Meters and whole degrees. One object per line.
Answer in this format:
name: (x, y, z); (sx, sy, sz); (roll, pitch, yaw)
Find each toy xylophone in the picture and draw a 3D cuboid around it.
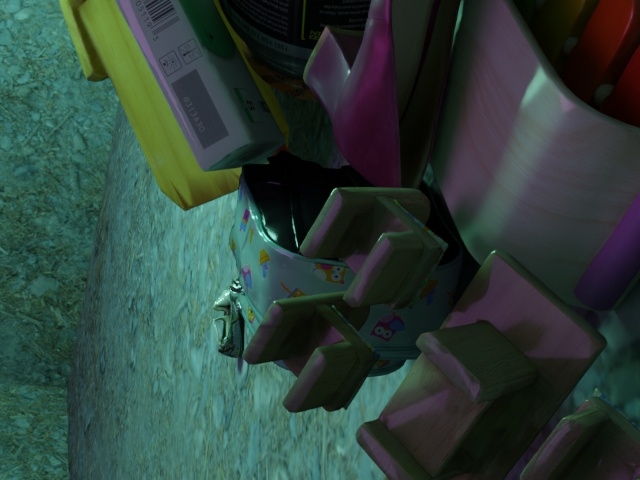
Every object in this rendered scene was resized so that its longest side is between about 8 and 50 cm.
toy xylophone: (0.127, -0.121, 0.598); (0.236, 0.081, 0.323); (117, 153, -45)

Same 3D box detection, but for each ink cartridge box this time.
ink cartridge box: (-0.079, -0.152, 0.837); (0.181, 0.056, 0.224); (63, -161, 1)

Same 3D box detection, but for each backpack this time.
backpack: (0.017, 0.022, 0.741); (0.188, 0.166, 0.144); (-125, 43, -68)

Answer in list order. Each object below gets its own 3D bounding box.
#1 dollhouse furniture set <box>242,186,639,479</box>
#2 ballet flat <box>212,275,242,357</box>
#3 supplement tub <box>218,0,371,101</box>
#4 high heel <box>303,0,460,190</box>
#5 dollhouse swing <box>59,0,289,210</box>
dollhouse furniture set: (0.074, 0.122, 0.559); (0.212, 0.161, 0.242); (45, 119, 30)
ballet flat: (-0.123, 0.098, 1.316); (0.041, 0.041, 0.114); (133, 140, -60)
supplement tub: (0.012, -0.259, 0.747); (0.316, 0.193, 0.194); (98, 169, -59)
high heel: (0.068, -0.140, 0.561); (0.117, 0.082, 0.244); (57, 130, 30)
dollhouse swing: (-0.099, -0.259, 1.167); (0.315, 0.305, 0.347); (-45, 15, -30)
